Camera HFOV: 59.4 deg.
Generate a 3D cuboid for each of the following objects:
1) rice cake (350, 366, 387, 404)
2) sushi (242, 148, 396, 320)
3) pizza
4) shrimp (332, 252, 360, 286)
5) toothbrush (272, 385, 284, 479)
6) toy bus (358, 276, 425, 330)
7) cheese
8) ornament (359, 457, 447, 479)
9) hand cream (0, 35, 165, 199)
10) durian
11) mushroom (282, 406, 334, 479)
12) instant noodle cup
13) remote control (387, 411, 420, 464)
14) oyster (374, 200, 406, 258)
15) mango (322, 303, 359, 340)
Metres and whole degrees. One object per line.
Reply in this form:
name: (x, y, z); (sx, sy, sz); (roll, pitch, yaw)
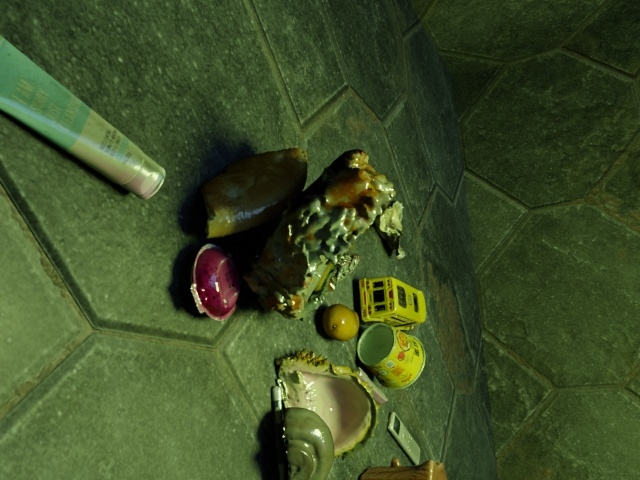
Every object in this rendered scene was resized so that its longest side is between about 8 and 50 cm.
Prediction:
rice cake: (0.142, 0.436, 1.666); (0.207, 0.047, 0.036); (54, 30, -41)
sushi: (-0.001, 0.002, 1.232); (0.175, 0.417, 0.417); (34, 33, 4)
pizza: (-0.142, -0.112, 1.209); (0.365, 0.182, 0.074); (-53, 152, -48)
shrimp: (0.049, 0.084, 1.585); (0.190, 0.073, 0.075); (-26, 116, -49)
toothbrush: (-0.087, 0.467, 1.232); (0.024, 0.026, 0.288); (0, 75, -20)
toy bus: (0.242, 0.212, 1.829); (0.331, 0.151, 0.145); (26, 55, -57)
cheese: (-0.195, 0.070, 1.134); (0.244, 0.062, 0.155); (-50, 127, -63)
ornament: (0.223, 0.722, 1.525); (0.221, 0.217, 0.235); (-32, 109, -62)
hand cream: (-0.377, -0.177, 0.872); (0.312, 0.070, 0.111); (41, 48, -45)
durian: (0.039, 0.391, 1.334); (0.185, 0.195, 0.305); (-19, 95, -70)
mushroom: (-0.028, 0.452, 1.226); (0.141, 0.117, 0.188); (-148, -133, -75)
instant noodle cup: (0.202, 0.339, 1.697); (0.144, 0.182, 0.182); (40, 45, -38)
remote control: (0.284, 0.663, 1.874); (0.261, 0.029, 0.067); (58, 34, -35)
oyster: (0.255, -0.048, 2.012); (0.275, 0.100, 0.271); (-88, 155, -49)
mango: (0.059, 0.226, 1.548); (0.184, 0.084, 0.102); (26, 53, -70)
